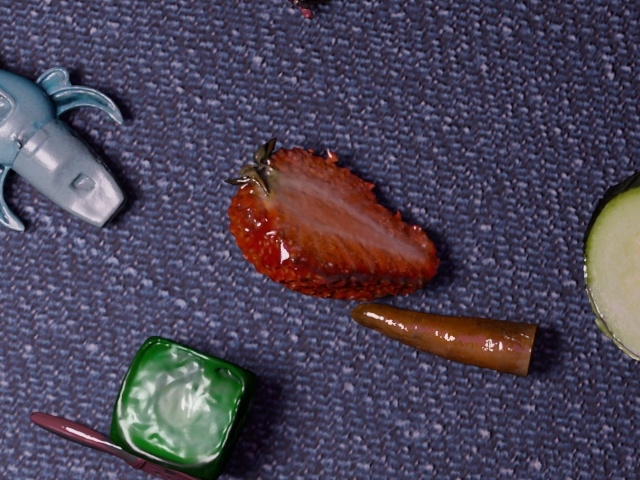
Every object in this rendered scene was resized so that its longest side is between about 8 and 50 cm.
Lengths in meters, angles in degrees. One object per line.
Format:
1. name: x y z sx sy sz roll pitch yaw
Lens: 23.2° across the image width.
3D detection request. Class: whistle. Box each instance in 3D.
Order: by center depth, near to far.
1. whistle: -0.330 -0.120 1.746 0.274 0.093 0.186 42 85 2

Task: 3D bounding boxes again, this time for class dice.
1. dice: -0.147 0.181 1.687 0.130 0.120 0.128 20 84 6

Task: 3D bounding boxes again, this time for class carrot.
1. carrot: 0.134 0.102 1.729 0.209 0.061 0.061 11 83 7

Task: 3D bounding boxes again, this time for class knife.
1. knife: -0.210 0.241 1.722 0.247 0.035 0.018 22 55 8

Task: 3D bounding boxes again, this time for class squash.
1. squash: 0.394 0.031 1.688 0.220 0.133 0.220 2 94 42

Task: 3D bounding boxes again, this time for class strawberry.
1. strawberry: -0.004 0.004 1.723 0.236 0.107 0.175 46 49 5

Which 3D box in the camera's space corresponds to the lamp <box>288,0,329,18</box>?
1. lamp: -0.050 -0.383 1.765 0.118 0.118 0.253 -32 80 -3
